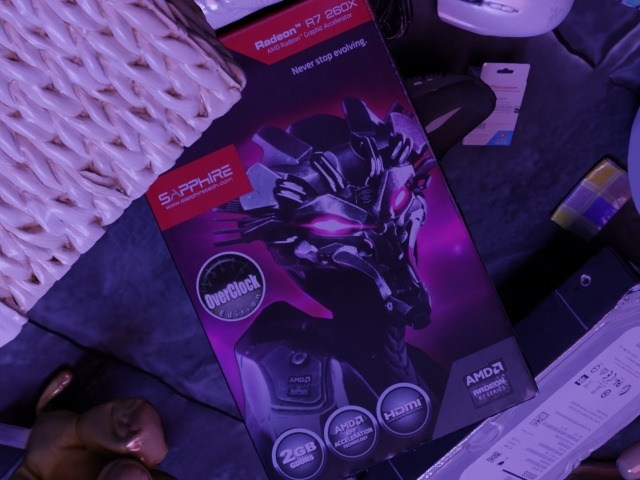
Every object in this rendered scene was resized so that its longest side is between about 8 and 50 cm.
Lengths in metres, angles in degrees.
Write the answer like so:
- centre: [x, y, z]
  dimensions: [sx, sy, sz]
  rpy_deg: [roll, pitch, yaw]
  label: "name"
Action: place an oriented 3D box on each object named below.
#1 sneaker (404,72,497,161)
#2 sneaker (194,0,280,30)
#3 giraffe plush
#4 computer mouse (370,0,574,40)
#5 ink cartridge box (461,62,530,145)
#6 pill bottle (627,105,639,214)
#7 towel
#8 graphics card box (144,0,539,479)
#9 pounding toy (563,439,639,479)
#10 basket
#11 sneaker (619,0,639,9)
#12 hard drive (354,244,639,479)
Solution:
- centre: [0.040, -0.034, 1.560]
  dimensions: [0.286, 0.130, 0.109]
  rpy_deg: [-36, 159, 12]
  label: "sneaker"
- centre: [-0.040, -0.224, 1.412]
  dimensions: [0.232, 0.115, 0.090]
  rpy_deg: [-26, 107, -6]
  label: "sneaker"
- centre: [-0.195, 0.238, 1.654]
  dimensions: [0.181, 0.210, 0.170]
  rpy_deg: [-54, 133, -10]
  label: "giraffe plush"
- centre: [0.138, -0.210, 1.540]
  dimensions: [0.193, 0.042, 0.106]
  rpy_deg: [3, 121, -22]
  label: "computer mouse"
- centre: [0.152, -0.127, 1.612]
  dimensions: [0.048, 0.028, 0.083]
  rpy_deg: [0, 124, -20]
  label: "ink cartridge box"
- centre: [0.462, -0.069, 1.663]
  dimensions: [0.333, 0.188, 0.188]
  rpy_deg: [3, 123, -22]
  label: "pill bottle"
- centre: [0.264, -0.038, 1.727]
  dimensions: [0.060, 0.009, 0.083]
  rpy_deg: [33, 108, -35]
  label: "towel"
- centre: [0.000, 0.000, 1.468]
  dimensions: [0.232, 0.094, 0.371]
  rpy_deg: [-23, 91, 3]
  label: "graphics card box"
- centre: [0.299, 0.329, 1.906]
  dimensions: [0.154, 0.155, 0.270]
  rpy_deg: [-15, 128, -15]
  label: "pounding toy"
- centre: [-0.278, -0.169, 1.246]
  dimensions: [0.266, 0.328, 0.331]
  rpy_deg: [-44, 126, 8]
  label: "basket"
- centre: [0.290, -0.220, 1.570]
  dimensions: [0.223, 0.098, 0.083]
  rpy_deg: [20, 75, -9]
  label: "sneaker"
- centre: [0.214, 0.164, 1.771]
  dimensions: [0.339, 0.064, 0.237]
  rpy_deg: [-42, 147, 12]
  label: "hard drive"
